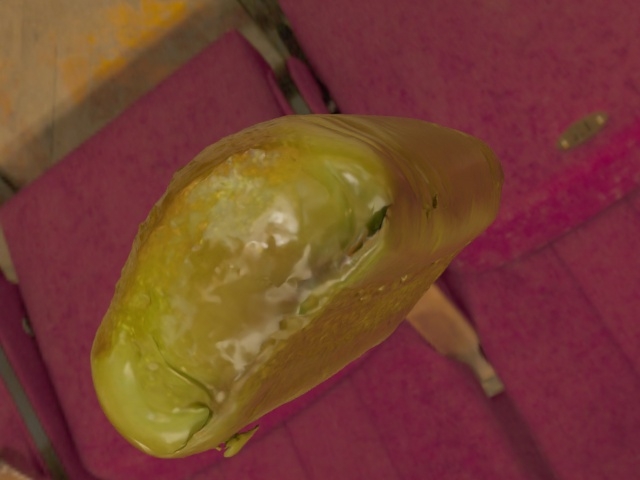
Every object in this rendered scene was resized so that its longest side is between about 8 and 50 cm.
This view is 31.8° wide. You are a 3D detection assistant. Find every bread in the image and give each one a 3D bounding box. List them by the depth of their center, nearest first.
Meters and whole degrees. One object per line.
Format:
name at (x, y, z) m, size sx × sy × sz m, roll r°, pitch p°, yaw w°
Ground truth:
bread at (0.000, 0.000, 0.606) m, size 0.112 × 0.383 × 0.166 m, roll 43°, pitch 106°, yaw 9°
